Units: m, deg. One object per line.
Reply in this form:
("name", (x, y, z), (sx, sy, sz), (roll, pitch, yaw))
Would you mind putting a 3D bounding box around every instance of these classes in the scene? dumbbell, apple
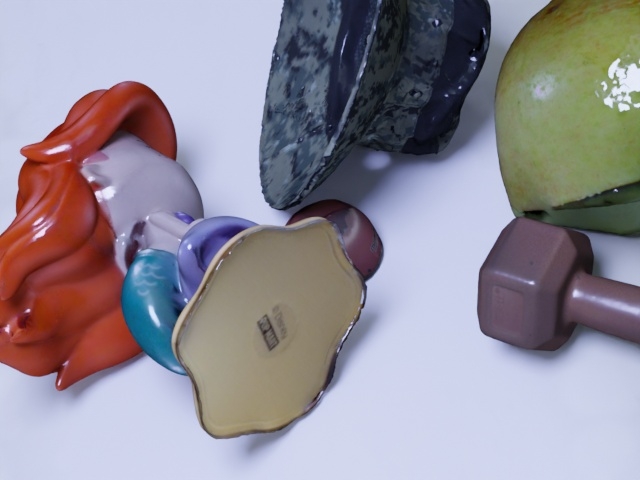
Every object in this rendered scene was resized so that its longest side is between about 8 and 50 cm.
("dumbbell", (0.212, 0.051, 1.043), (0.231, 0.092, 0.082), (16, 33, 28))
("apple", (0.210, -0.096, 1.107), (0.188, 0.174, 0.207), (-5, 37, 11))

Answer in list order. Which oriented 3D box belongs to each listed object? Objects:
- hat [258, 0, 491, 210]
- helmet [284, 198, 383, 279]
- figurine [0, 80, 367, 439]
("hat", (0.050, -0.130, 1.189), (0.128, 0.265, 0.265), (13, 53, -13))
("helmet", (-0.002, 0.000, 1.171), (0.084, 0.049, 0.065), (-12, 53, 9))
("figurine", (-0.124, 0.013, 1.125), (0.257, 0.181, 0.208), (30, 102, 39))
